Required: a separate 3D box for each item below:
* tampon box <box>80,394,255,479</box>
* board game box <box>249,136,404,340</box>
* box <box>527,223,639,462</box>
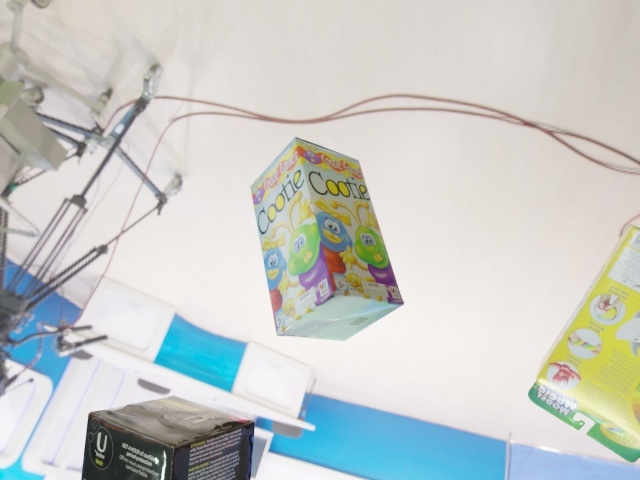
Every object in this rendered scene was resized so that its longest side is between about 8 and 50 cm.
[{"bbox_3d":[-0.140,0.239,0.466,0.120,0.161,0.101,4,177,34],"label":"tampon box"},{"bbox_3d":[0.000,0.000,0.812,0.142,0.275,0.144,13,141,-38],"label":"board game box"},{"bbox_3d":[0.264,0.089,0.434,0.105,0.179,0.043,31,-162,21],"label":"box"}]
